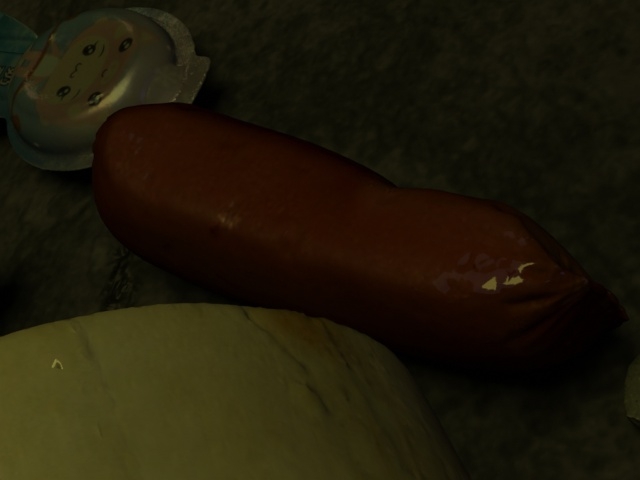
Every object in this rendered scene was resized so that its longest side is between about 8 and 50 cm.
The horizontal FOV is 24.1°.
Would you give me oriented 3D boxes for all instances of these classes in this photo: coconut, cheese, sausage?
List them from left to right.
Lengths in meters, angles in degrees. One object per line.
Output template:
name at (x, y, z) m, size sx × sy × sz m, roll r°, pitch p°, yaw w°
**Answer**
cheese at (-0.175, -0.106, 1.011) m, size 0.245 × 0.052 × 0.135 m, roll 10°, pitch 62°, yaw 36°
coconut at (-0.065, 0.169, 0.570) m, size 0.323 × 0.323 × 0.323 m, roll -16°, pitch 49°, yaw 20°
sausage at (0.001, 0.000, 0.794) m, size 0.348 × 0.097 × 0.094 m, roll 20°, pitch 78°, yaw 40°

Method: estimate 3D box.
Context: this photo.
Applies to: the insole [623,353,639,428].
insole at (0.228, 0.066, 0.661) m, size 0.192 × 0.010 × 0.063 m, roll -3°, pitch 56°, yaw 28°
